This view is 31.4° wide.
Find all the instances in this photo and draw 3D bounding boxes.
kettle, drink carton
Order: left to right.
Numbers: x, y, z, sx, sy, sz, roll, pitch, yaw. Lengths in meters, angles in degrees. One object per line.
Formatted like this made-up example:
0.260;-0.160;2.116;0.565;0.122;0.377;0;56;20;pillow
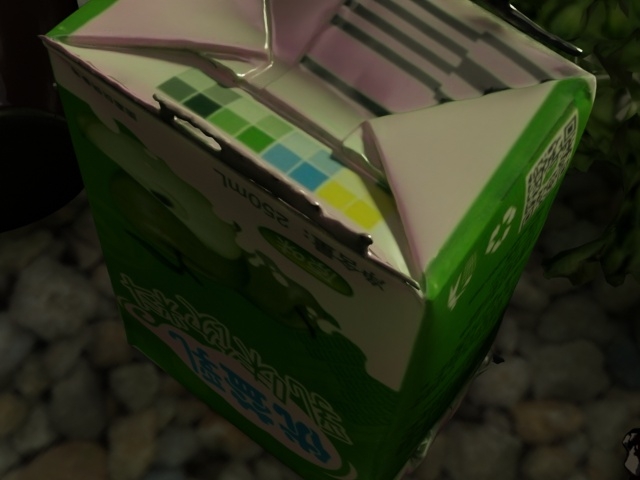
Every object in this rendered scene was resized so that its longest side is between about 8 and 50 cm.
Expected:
-0.217;-0.108;0.594;0.202;0.144;0.232;-24;65;4;kettle
0.000;0.000;0.463;0.161;0.271;0.108;36;67;14;drink carton

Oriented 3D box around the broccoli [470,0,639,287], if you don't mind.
0.107;-0.153;0.568;0.318;0.338;0.277;-3;27;18;broccoli

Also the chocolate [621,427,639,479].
0.231;0.132;0.541;0.183;0.028;0.086;5;60;-14;chocolate
